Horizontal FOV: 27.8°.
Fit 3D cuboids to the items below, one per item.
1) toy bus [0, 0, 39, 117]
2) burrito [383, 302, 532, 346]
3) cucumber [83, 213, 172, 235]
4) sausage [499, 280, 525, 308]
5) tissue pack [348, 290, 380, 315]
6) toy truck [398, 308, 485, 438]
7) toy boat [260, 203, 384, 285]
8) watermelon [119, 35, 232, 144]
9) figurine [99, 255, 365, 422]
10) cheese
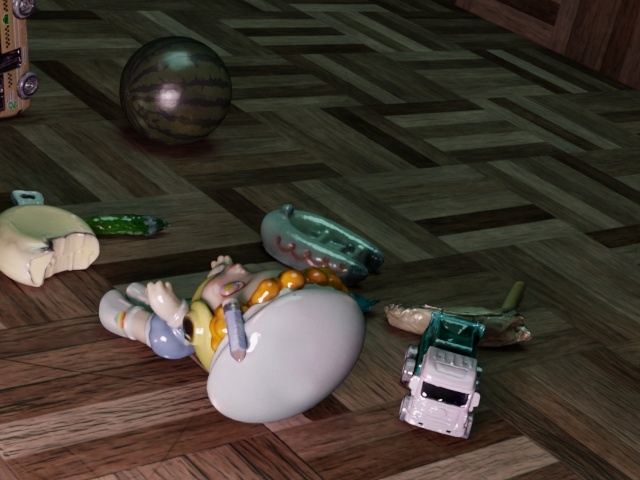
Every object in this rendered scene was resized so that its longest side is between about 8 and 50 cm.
[{"bbox_3d":[-0.614,-0.360,2.341,0.139,0.290,0.157,29,40,28],"label":"toy bus"},{"bbox_3d":[0.210,0.121,1.953,0.229,0.063,0.058,9,34,-4],"label":"burrito"},{"bbox_3d":[-0.305,-0.025,2.049,0.155,0.037,0.037,-1,27,-27],"label":"cucumber"},{"bbox_3d":[0.315,0.094,2.114,0.024,0.024,0.132,19,25,13],"label":"sausage"},{"bbox_3d":[0.013,0.091,1.967,0.138,0.028,0.085,16,20,18],"label":"tissue pack"},{"bbox_3d":[0.171,0.169,1.760,0.110,0.116,0.216,15,24,4],"label":"toy truck"},{"bbox_3d":[0.000,0.000,2.102,0.207,0.079,0.134,23,28,18],"label":"toy boat"},{"bbox_3d":[-0.270,-0.281,2.426,0.212,0.212,0.212,11,24,-5],"label":"watermelon"},{"bbox_3d":[-0.112,0.120,1.688,0.224,0.205,0.381,-11,13,-36],"label":"figurine"},{"bbox_3d":[-0.437,-0.016,1.919,0.163,0.071,0.249,-8,32,-41],"label":"cheese"}]
